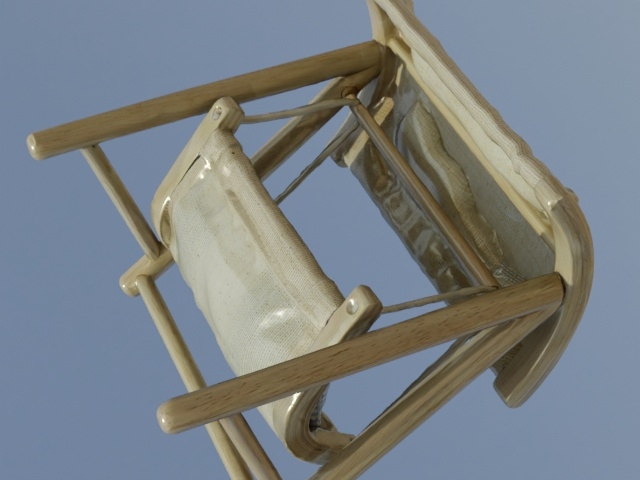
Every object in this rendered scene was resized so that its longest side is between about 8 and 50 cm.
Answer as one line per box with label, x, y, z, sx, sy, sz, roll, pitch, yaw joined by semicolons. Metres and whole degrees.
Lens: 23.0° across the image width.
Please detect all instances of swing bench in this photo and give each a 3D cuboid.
swing bench;0.000;0.000;0.942;0.253;0.254;0.165;58;176;41
